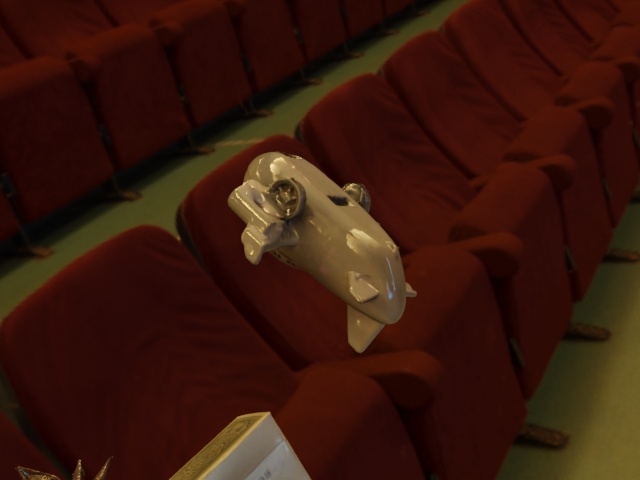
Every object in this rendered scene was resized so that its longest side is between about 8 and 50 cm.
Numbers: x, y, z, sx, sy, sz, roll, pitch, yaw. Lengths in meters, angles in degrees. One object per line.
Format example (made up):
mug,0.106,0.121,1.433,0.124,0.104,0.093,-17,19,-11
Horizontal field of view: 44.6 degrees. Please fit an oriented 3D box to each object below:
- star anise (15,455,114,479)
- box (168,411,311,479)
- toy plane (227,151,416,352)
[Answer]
star anise,-0.239,0.255,0.740,0.124,0.129,0.056,-52,1,-34
box,-0.062,0.344,0.862,0.069,0.256,0.164,-22,12,46
toy plane,0.000,0.000,0.836,0.117,0.245,0.244,-55,10,22
